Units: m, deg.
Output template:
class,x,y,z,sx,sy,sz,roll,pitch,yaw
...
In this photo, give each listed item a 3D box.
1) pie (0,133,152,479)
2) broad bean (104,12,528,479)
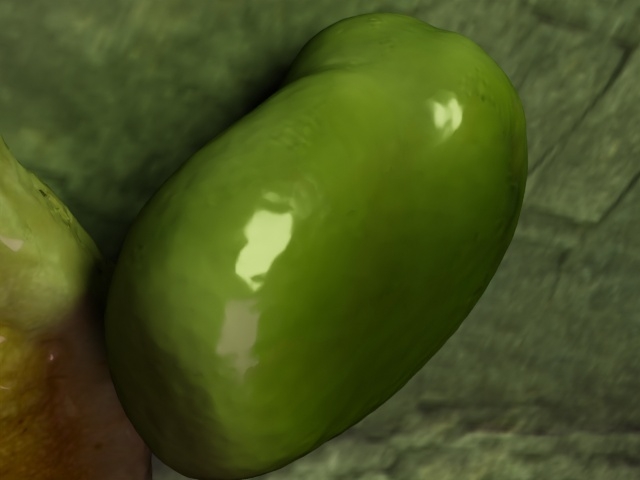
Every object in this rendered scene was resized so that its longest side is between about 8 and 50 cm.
class,x,y,z,sx,sy,sz,roll,pitch,yaw
pie,-0.184,0.103,0.486,0.339,0.077,0.339,-21,127,-31
broad bean,0.000,0.000,0.529,0.174,0.082,0.124,-43,142,-33
